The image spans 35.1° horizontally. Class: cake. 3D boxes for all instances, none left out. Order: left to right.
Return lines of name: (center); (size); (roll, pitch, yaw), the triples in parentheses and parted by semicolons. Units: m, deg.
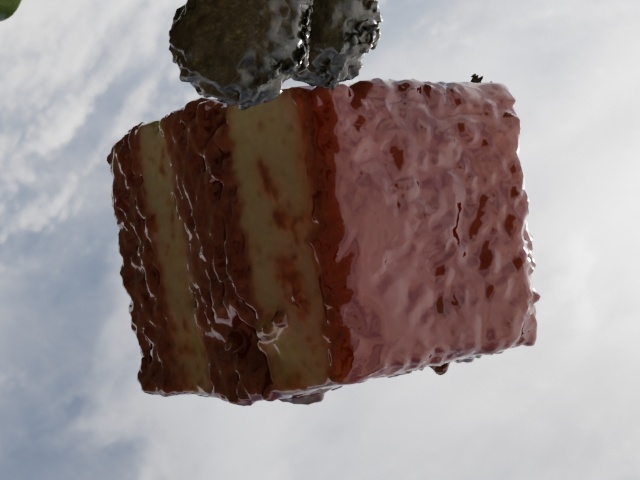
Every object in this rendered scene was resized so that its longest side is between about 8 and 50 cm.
cake: (0.000, 0.000, 0.909); (0.319, 0.269, 0.270); (-10, -93, 51)

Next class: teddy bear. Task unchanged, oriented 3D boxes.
teddy bear: (-0.033, -0.199, 0.527); (0.129, 0.182, 0.251); (-33, -101, 31)

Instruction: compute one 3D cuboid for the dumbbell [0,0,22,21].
dumbbell: (-0.167, -0.273, 0.571); (0.121, 0.108, 0.302); (35, -84, 40)
